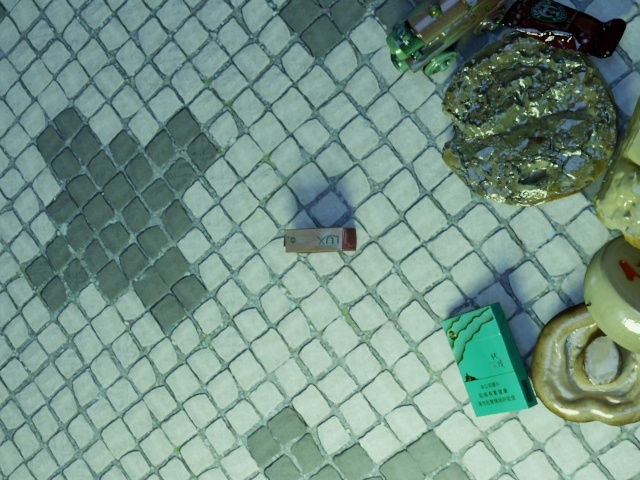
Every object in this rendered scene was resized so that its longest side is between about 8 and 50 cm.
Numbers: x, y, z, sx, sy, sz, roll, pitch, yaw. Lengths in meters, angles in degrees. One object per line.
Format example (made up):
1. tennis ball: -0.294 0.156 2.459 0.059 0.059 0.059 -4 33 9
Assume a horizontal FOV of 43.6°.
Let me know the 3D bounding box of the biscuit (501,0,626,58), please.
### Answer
1. biscuit: 0.509 -0.450 1.662 0.235 0.151 0.063 28 140 16

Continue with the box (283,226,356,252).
1. box: 0.000 0.000 1.857 0.156 0.111 0.060 -4 88 19

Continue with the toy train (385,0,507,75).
1. toy train: 0.264 -0.476 1.700 0.304 0.221 0.150 -37 80 17

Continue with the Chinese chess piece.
1. Chinese chess piece: 0.646 0.104 1.545 0.273 0.273 0.102 30 141 18

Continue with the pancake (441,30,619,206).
1. pancake: 0.432 -0.258 1.718 0.382 0.071 0.382 0 90 20

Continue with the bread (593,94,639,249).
1. bread: 0.717 -0.109 1.442 0.371 0.390 0.279 25 116 12

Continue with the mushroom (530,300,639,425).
1. mushroom: 0.567 0.253 1.624 0.278 0.146 0.278 -4 80 24

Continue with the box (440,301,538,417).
1. box: 0.359 0.259 1.721 0.161 0.042 0.226 -27 80 52
